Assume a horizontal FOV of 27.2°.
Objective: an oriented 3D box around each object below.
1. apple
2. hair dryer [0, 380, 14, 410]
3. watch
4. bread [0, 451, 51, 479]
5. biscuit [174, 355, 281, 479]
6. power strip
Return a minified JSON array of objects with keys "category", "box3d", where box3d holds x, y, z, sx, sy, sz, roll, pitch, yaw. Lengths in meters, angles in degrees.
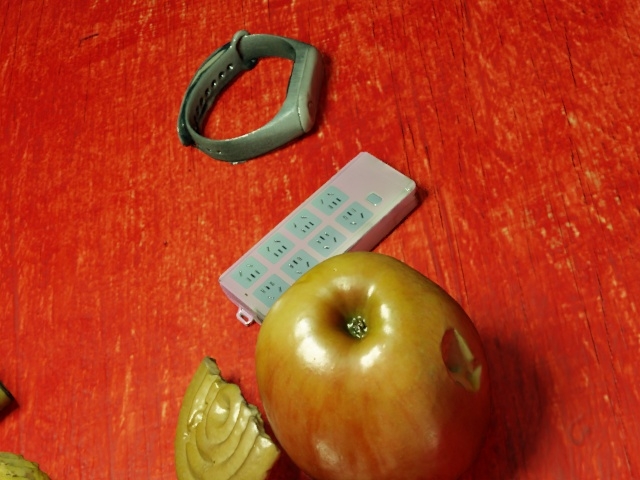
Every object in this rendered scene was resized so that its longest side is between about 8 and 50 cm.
[{"category":"apple","box3d":[0.055,0.141,1.365,0.242,0.241,0.242,-11,48,12]},{"category":"hair dryer","box3d":[-0.504,0.162,1.681,0.135,0.090,0.278,-40,43,-10]},{"category":"watch","box3d":[-0.096,-0.202,1.821,0.193,0.068,0.206,-4,53,17]},{"category":"bread","box3d":[-0.393,0.330,1.454,0.240,0.139,0.240,-13,46,13]},{"category":"biscuit","box3d":[-0.117,0.223,1.453,0.144,0.033,0.224,-61,29,11]},{"category":"power strip","box3d":[0.000,0.000,1.636,0.279,0.037,0.109,-42,50,-15]}]
